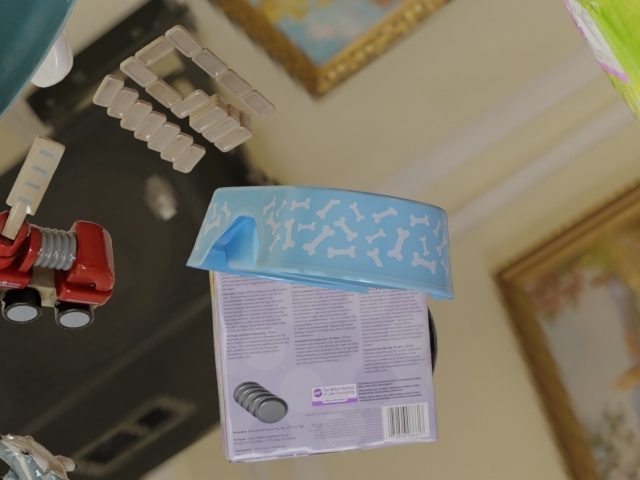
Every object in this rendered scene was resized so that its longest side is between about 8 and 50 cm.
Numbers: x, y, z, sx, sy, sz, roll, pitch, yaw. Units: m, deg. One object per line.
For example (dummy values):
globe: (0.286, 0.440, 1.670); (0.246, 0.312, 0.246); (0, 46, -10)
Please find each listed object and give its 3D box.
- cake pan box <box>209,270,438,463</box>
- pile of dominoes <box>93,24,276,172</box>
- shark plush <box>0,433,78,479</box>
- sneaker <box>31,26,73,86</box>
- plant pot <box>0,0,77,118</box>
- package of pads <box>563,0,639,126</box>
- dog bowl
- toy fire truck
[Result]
cake pan box: (0.008, 0.125, 2.169); (0.070, 0.267, 0.245); (-158, 62, -80)
pile of dominoes: (-0.207, -0.215, 2.750); (0.251, 0.196, 0.040); (39, -149, -41)
shark plush: (-0.357, 0.270, 2.177); (0.161, 0.067, 0.073); (36, -170, -22)
sneaker: (-0.349, -0.338, 2.357); (0.169, 0.108, 0.292); (-15, -105, -46)
plant pot: (-0.307, -0.230, 1.360); (0.196, 0.293, 0.293); (28, -164, 8)
package of pads: (0.443, -0.267, 2.249); (0.296, 0.229, 0.101); (50, -179, -36)
dog bowl: (0.000, 0.000, 1.546); (0.166, 0.297, 0.074); (10, -94, -26)
toy fire truck: (-0.383, -0.010, 2.590); (0.217, 0.246, 0.158); (9, -126, -26)
